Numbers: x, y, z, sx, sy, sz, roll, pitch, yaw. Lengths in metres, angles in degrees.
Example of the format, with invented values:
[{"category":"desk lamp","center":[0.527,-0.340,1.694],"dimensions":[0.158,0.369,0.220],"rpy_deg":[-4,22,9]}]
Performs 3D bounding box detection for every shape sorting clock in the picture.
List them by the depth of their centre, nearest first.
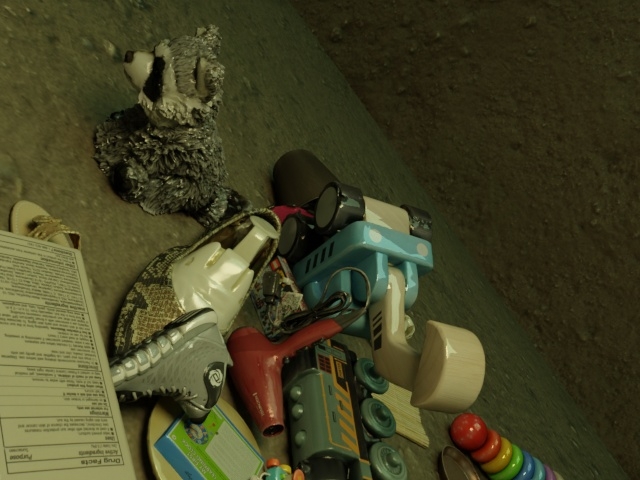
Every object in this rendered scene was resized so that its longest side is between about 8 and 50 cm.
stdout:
[{"category":"shape sorting clock","center":[-0.151,0.292,0.846],"dimensions":[0.206,0.040,0.206],"rpy_deg":[46,18,-19]}]

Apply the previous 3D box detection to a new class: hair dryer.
[{"category":"hair dryer","center":[-0.055,0.164,0.997],"dimensions":[0.080,0.224,0.293],"rpy_deg":[43,55,-43]}]

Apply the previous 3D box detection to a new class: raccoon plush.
[{"category":"raccoon plush","center":[-0.196,-0.199,1.174],"dimensions":[0.446,0.299,0.216],"rpy_deg":[21,37,-53]}]

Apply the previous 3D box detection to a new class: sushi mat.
[{"category":"sushi mat","center":[0.131,0.340,1.372],"dimensions":[0.317,0.019,0.151],"rpy_deg":[36,25,-35]}]

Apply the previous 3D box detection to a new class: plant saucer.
[{"category":"plant saucer","center":[0.316,0.545,1.408],"dimensions":[0.168,0.029,0.168],"rpy_deg":[43,23,-23]}]

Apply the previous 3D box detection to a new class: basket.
[{"category":"basket","center":[-0.030,-0.117,1.578],"dimensions":[0.226,0.205,0.154],"rpy_deg":[-119,-163,-45]}]

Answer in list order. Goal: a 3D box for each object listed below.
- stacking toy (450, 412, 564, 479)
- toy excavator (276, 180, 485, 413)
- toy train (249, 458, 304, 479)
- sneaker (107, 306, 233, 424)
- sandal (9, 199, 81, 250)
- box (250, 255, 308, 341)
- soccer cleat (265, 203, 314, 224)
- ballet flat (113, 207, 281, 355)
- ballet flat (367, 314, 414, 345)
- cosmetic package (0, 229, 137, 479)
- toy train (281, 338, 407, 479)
[{"category":"stacking toy","center":[0.456,0.547,1.562],"dimensions":[0.330,0.141,0.141],"rpy_deg":[43,23,-12]},{"category":"toy excavator","center":[0.105,0.111,1.133],"dimensions":[0.222,0.433,0.444],"rpy_deg":[16,59,-28]},{"category":"toy train","center":[-0.039,0.387,0.869],"dimensions":[0.125,0.046,0.166],"rpy_deg":[-20,90,-76]},{"category":"sneaker","center":[-0.200,0.189,0.782],"dimensions":[0.229,0.086,0.132],"rpy_deg":[-31,100,-34]},{"category":"sandal","center":[-0.343,0.022,0.831],"dimensions":[0.088,0.079,0.240],"rpy_deg":[23,35,-51]},{"category":"box","center":[-0.083,0.111,1.196],"dimensions":[0.027,0.094,0.137],"rpy_deg":[21,37,-54]},{"category":"soccer cleat","center":[0.000,0.000,1.445],"dimensions":[0.332,0.143,0.116],"rpy_deg":[2,51,-12]},{"category":"ballet flat","center":[-0.164,0.047,1.014],"dimensions":[0.164,0.182,0.483],"rpy_deg":[49,22,-9]},{"category":"ballet flat","center":[0.197,0.228,1.595],"dimensions":[0.086,0.086,0.248],"rpy_deg":[58,22,14]},{"category":"cosmetic package","center":[-0.312,0.145,0.635],"dimensions":[0.153,0.129,0.296],"rpy_deg":[24,34,-53]},{"category":"toy train","center":[0.026,0.310,1.069],"dimensions":[0.190,0.142,0.333],"rpy_deg":[27,32,-26]}]
